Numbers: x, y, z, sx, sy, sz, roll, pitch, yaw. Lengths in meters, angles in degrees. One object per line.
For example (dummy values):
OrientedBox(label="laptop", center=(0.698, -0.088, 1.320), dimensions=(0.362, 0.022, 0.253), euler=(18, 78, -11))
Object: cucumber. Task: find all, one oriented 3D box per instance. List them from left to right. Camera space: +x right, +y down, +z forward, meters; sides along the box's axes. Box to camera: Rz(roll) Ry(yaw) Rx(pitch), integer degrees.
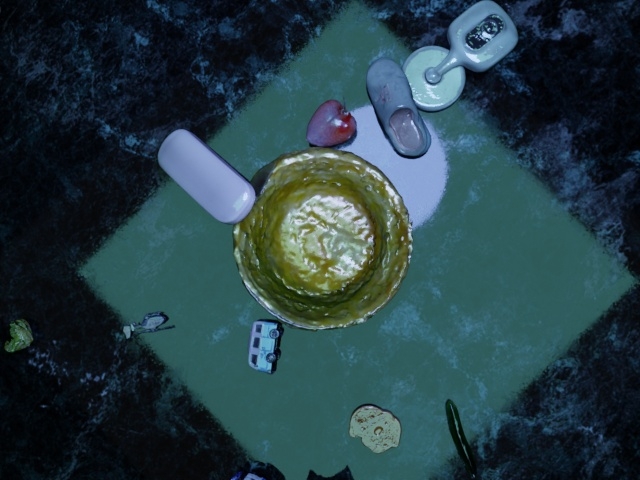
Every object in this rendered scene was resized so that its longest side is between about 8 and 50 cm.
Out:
OrientedBox(label="cucumber", center=(0.330, 0.469, 1.849), dimensions=(0.036, 0.033, 0.184), euler=(-20, 87, 28))

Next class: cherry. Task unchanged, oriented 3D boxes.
OrientedBox(label="cherry", center=(0.025, -0.279, 1.864), dimensions=(0.126, 0.087, 0.106), euler=(-18, 88, 21))

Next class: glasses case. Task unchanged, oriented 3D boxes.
OrientedBox(label="glasses case", center=(-0.272, -0.152, 1.848), dimensions=(0.297, 0.075, 0.113), euler=(42, 97, 26))

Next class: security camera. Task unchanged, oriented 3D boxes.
OrientedBox(label="security camera", center=(0.324, -0.435, 1.857), dimensions=(0.301, 0.080, 0.157), euler=(-39, 87, 4))

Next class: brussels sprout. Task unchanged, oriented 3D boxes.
OrientedBox(label="brussels sprout", center=(-0.736, 0.231, 1.912), dimensions=(0.085, 0.058, 0.085), euler=(-2, 87, 37))

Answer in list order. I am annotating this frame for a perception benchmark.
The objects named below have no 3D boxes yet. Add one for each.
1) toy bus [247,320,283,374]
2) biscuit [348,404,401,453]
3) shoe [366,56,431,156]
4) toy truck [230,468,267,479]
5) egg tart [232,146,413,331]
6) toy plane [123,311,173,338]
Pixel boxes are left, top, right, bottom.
OrientedBox(label="toy bus", center=(-0.135, 0.254, 1.870), dimensions=(0.074, 0.060, 0.123), euler=(7, 87, 8))
OrientedBox(label="biscuit", center=(0.132, 0.450, 1.867), dimensions=(0.130, 0.019, 0.102), euler=(27, 90, 4))
OrientedBox(label="shoe", center=(0.178, -0.312, 1.840), dimensions=(0.103, 0.100, 0.251), euler=(-27, 91, 20))
OrientedBox(label="toy truck", center=(-0.188, 0.653, 1.803), dimensions=(0.161, 0.177, 0.213), euler=(42, 92, 5))
OrientedBox(label="egg tart", center=(0.000, 0.000, 1.811), dimensions=(0.443, 0.178, 0.443), euler=(0, 90, 3))
OrientedBox(label="toy plane", center=(-0.422, 0.204, 1.905), dimensions=(0.120, 0.031, 0.049), euler=(-11, 96, 0))
